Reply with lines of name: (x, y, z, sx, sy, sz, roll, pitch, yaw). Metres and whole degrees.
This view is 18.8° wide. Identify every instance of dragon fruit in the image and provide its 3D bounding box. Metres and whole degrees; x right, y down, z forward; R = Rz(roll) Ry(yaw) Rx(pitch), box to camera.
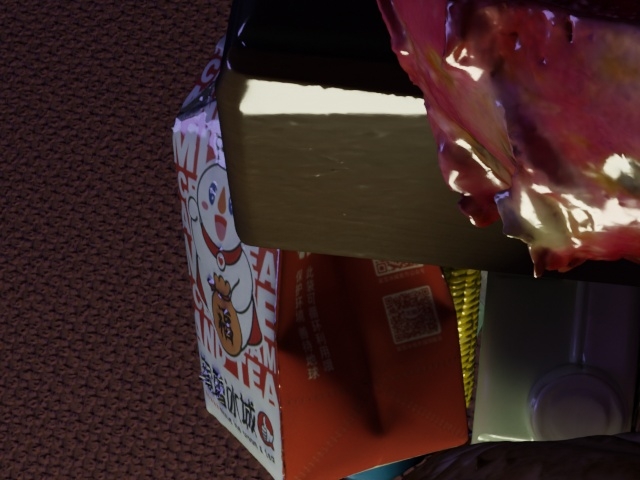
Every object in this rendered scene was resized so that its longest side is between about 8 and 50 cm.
dragon fruit: (0.090, -0.055, 0.632, 0.274, 0.161, 0.126, -79, -5, -64)

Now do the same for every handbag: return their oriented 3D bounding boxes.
handbag: (0.000, 0.000, 1.309, 0.171, 0.151, 0.298, -144, 46, -61)

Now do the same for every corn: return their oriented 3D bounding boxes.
corn: (0.084, 0.047, 1.415, 0.067, 0.067, 0.206, -76, -13, -58)

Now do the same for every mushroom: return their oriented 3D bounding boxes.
mushroom: (0.101, 0.167, 0.972, 0.285, 0.151, 0.156, 84, -165, -69)

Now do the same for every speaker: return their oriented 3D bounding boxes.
speaker: (0.078, -0.085, 0.878, 0.192, 0.231, 0.153, 87, -170, -64)

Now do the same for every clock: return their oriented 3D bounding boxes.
clock: (0.164, 0.089, 1.377, 0.265, 0.109, 0.324, 84, -167, -70)

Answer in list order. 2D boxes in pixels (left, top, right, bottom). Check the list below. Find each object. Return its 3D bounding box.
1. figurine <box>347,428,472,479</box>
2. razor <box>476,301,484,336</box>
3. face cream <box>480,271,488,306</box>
figurine: (0.149, 0.288, 1.812, 0.298, 0.243, 0.416, 104, 157, -46)
razor: (0.149, 0.034, 1.710, 0.111, 0.056, 0.278, 27, -84, -44)
face cream: (0.148, 0.014, 1.605, 0.283, 0.073, 0.073, 47, -138, -45)
